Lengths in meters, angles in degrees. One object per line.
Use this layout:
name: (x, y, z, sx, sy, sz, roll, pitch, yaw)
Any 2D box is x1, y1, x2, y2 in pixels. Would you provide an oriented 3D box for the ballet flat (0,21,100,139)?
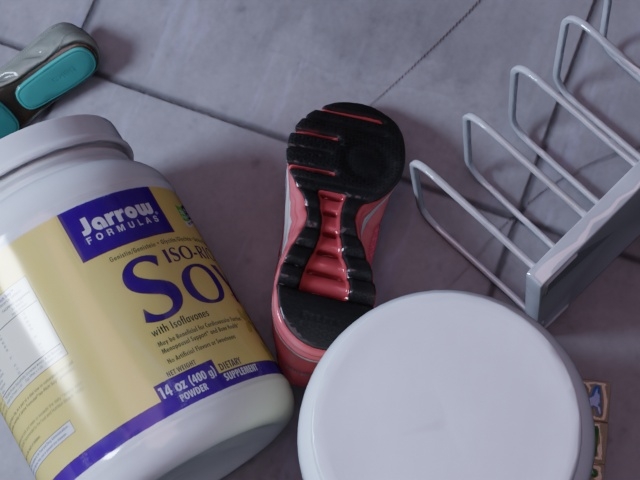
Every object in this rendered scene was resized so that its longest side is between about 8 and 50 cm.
ballet flat: (-0.325, -0.151, 1.428, 0.213, 0.072, 0.068, -35, 48, -5)

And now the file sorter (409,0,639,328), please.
file sorter: (0.242, -0.084, 1.291, 0.277, 0.193, 0.173, -43, 73, -6)

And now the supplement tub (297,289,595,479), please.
supplement tub: (0.105, 0.172, 1.158, 0.235, 0.325, 0.235, -1, 76, 5)

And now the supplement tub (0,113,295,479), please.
supplement tub: (-0.199, 0.076, 1.262, 0.241, 0.241, 0.331, -31, 76, -3)

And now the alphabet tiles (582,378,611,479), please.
alphabet tiles: (0.151, 0.219, 1.315, 0.237, 0.009, 0.198, 6, 77, 6)

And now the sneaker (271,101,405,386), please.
sneaker: (-0.001, 0.000, 1.333, 0.116, 0.136, 0.314, 16, 54, -4)
